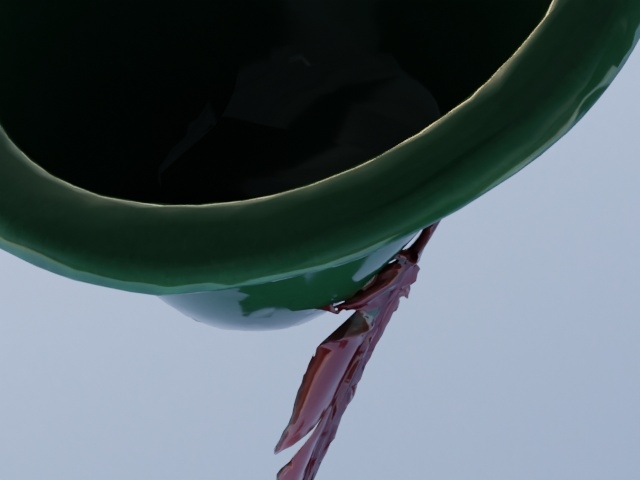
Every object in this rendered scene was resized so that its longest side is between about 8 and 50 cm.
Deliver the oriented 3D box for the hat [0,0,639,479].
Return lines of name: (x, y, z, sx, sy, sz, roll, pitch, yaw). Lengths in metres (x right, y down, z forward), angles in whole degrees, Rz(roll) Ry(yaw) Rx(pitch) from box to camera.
hat: (0.000, 0.000, 0.474, 0.208, 0.183, 0.173, -34, -130, -12)
